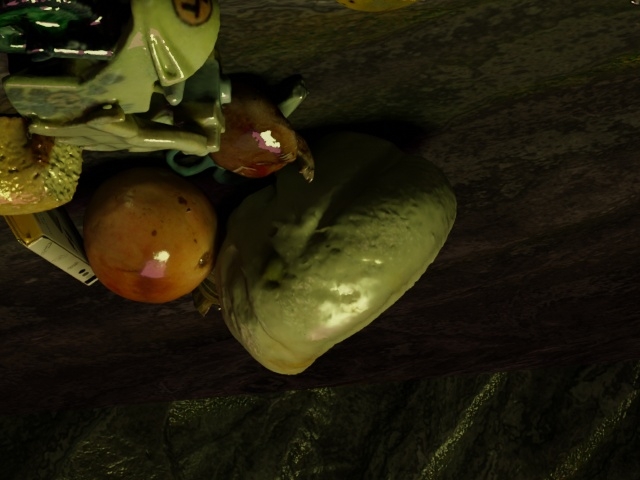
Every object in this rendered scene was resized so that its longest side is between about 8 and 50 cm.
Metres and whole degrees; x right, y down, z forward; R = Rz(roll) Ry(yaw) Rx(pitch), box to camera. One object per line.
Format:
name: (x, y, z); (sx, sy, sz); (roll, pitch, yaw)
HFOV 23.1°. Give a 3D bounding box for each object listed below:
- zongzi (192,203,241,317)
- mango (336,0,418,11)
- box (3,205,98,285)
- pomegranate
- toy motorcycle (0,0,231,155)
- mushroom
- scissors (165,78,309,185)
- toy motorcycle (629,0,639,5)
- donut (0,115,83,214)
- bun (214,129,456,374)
zongzi: (-0.039, -0.002, 2.344); (0.286, 0.134, 0.288); (-8, 154, -25)
mango: (0.082, -0.277, 1.541); (0.161, 0.076, 0.103); (-20, 155, 9)
box: (-0.368, -0.023, 2.074); (0.033, 0.129, 0.247); (-33, 162, 2)
pomegranate: (-0.227, -0.012, 2.100); (0.191, 0.191, 0.191); (-8, 164, -2)
toy motorcycle: (-0.208, -0.184, 1.560); (0.237, 0.168, 0.410); (-2, 169, 1)
mushroom: (-0.079, -0.120, 1.883); (0.171, 0.080, 0.135); (29, 156, -16)
scissors: (-0.090, -0.135, 1.982); (0.138, 0.041, 0.289); (12, 156, -26)
toy motorcycle: (0.361, -0.292, 1.618); (0.215, 0.080, 0.122); (-1, 163, -9)
donut: (-0.409, -0.096, 1.839); (0.151, 0.112, 0.295); (-18, 160, 23)
bun: (0.000, 0.000, 2.074); (0.219, 0.365, 0.365); (44, 144, -12)
